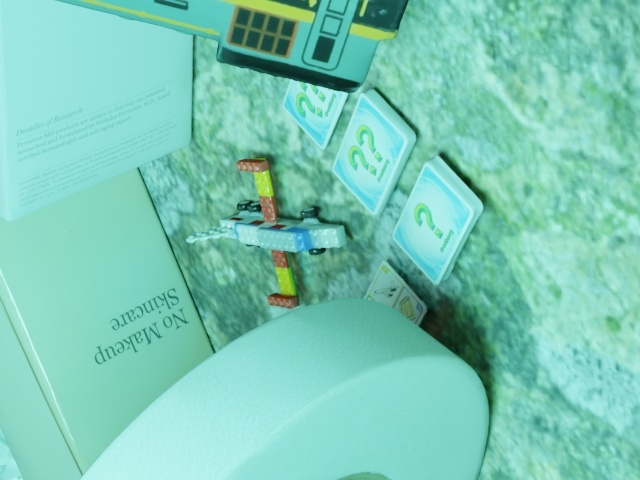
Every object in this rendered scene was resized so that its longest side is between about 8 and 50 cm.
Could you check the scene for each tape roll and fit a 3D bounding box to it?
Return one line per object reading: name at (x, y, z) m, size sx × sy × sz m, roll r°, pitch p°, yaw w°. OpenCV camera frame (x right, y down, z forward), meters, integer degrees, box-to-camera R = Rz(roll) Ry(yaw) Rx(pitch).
tape roll at (-0.044, 0.215, 1.049) m, size 0.072 × 0.392 × 0.392 m, roll 37°, pitch 136°, yaw 28°

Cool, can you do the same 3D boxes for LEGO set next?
LEGO set at (0.000, 0.000, 1.137) m, size 0.182 × 0.060 × 0.244 m, roll 49°, pitch 141°, yaw 22°

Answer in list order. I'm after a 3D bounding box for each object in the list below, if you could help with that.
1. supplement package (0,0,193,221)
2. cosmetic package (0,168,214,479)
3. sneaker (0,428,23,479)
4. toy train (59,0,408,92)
supplement package at (-0.206, -0.198, 1.153) m, size 0.177 × 0.175 × 0.293 m, roll 33°, pitch 134°, yaw 34°
cosmetic package at (-0.193, 0.071, 1.320) m, size 0.113 × 0.160 × 0.309 m, roll -13°, pitch 102°, yaw 51°
sneaker at (-0.283, 0.206, 1.515) m, size 0.305 × 0.152 × 0.114 m, roll 56°, pitch 140°, yaw 6°
toy train at (-0.085, -0.204, 0.936) m, size 0.334 × 0.142 × 0.190 m, roll 12°, pitch 126°, yaw -9°
